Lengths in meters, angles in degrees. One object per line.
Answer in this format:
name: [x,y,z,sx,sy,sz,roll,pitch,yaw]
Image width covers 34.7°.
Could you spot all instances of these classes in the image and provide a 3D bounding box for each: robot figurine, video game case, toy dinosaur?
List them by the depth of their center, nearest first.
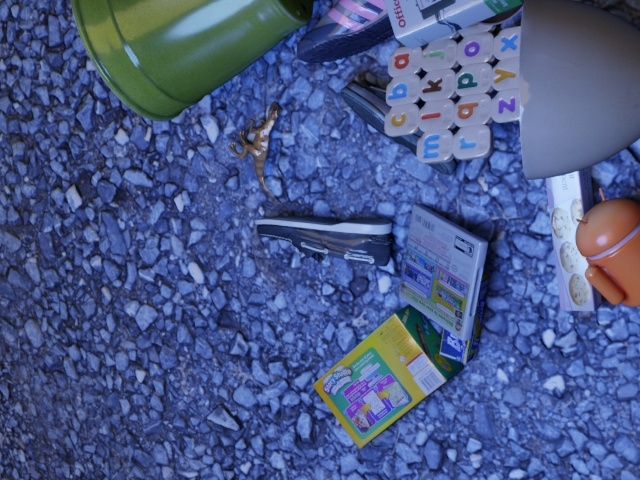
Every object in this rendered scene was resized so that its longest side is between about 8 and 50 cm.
robot figurine: [0.508,0.019,1.679,0.158,0.128,0.219,-40,98,13]
video game case: [0.224,0.056,1.902,0.212,0.023,0.193,35,123,53]
toy dinosaur: [-0.129,-0.180,2.105,0.112,0.064,0.211,19,113,27]

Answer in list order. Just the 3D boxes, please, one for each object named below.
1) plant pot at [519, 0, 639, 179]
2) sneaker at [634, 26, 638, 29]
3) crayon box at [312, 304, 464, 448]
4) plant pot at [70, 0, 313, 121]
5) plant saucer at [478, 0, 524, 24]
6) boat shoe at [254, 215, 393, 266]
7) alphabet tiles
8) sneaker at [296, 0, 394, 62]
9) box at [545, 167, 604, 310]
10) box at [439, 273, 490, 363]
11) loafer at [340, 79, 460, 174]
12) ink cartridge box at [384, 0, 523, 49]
plant pot: [0.412,-0.235,1.571,0.191,0.284,0.284,1,104,16]
sneaker: [0.451,-0.318,1.687,0.134,0.051,0.070,7,101,28]
crayon box: [0.130,0.272,2.042,0.165,0.081,0.278,53,124,11]
plant pot: [-0.218,-0.455,1.943,0.353,0.366,0.366,-18,92,24]
plant saucer: [0.302,-0.464,1.733,0.199,0.036,0.198,7,100,49]
boat shoe: [0.000,0.000,2.037,0.303,0.114,0.091,5,100,33]
alphabet tiles: [0.240,-0.274,1.789,0.278,0.021,0.284,-5,74,33]
sneaker: [0.081,-0.434,1.885,0.319,0.112,0.131,-21,74,32]
box: [0.435,-0.038,1.766,0.067,0.063,0.324,-2,102,33]
box: [0.272,0.142,1.930,0.059,0.054,0.168,17,111,30]
loafer: [0.160,-0.224,1.900,0.267,0.096,0.084,38,82,18]
ink cartridge box: [0.208,-0.428,1.693,0.208,0.087,0.153,-21,79,22]
